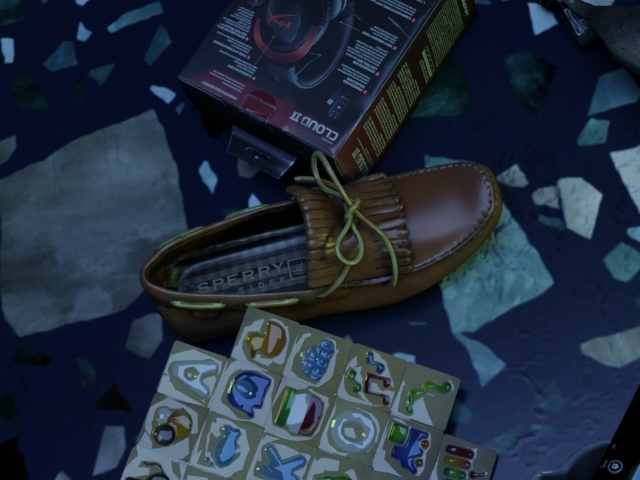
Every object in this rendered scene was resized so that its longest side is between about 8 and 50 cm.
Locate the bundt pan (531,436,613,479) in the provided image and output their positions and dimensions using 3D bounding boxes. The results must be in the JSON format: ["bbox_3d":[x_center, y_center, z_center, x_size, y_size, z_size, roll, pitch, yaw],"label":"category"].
[{"bbox_3d":[0.302,0.339,1.285,0.331,0.124,0.331,-3,54,5],"label":"bundt pan"}]

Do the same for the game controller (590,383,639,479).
[{"bbox_3d":[0.315,0.222,1.251,0.166,0.067,0.319,22,59,22],"label":"game controller"}]

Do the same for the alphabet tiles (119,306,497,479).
[{"bbox_3d":[-0.013,0.231,1.443,0.342,0.011,0.285,19,74,2],"label":"alphabet tiles"}]

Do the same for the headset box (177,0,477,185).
[{"bbox_3d":[0.002,-0.204,1.619,0.218,0.110,0.293,28,77,23],"label":"headset box"}]

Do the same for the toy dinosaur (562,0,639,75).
[{"bbox_3d":[0.373,-0.208,1.498,0.313,0.121,0.160,28,54,8],"label":"toy dinosaur"}]

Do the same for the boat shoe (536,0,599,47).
[{"bbox_3d":[0.260,-0.270,1.615,0.040,0.049,0.142,-37,66,-2],"label":"boat shoe"}]

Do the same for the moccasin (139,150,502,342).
[{"bbox_3d":[0.000,-0.003,1.516,0.380,0.147,0.139,-11,66,10],"label":"moccasin"}]
